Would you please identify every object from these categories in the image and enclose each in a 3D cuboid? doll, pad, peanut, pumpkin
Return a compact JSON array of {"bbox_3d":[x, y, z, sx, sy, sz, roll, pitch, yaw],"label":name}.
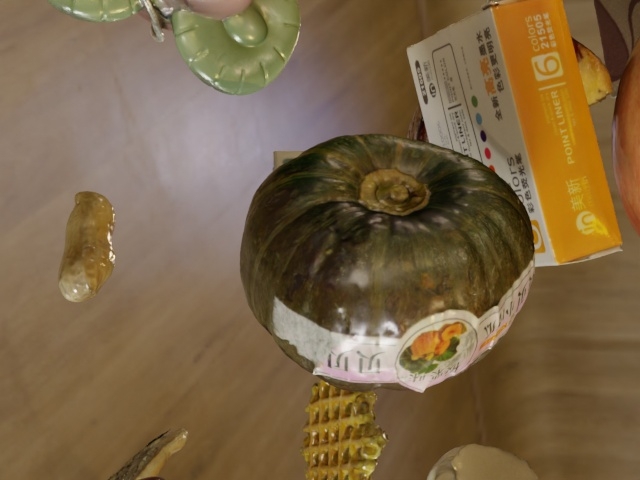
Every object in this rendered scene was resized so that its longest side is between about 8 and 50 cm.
[{"bbox_3d":[-0.144,-0.291,1.212,0.216,0.284,0.268,-41,-154,59],"label":"doll"},{"bbox_3d":[0.446,-0.374,1.550,0.004,0.220,0.330,18,55,-31],"label":"pad"},{"bbox_3d":[-0.388,0.012,1.927,0.099,0.099,0.214,54,25,-53],"label":"peanut"},{"bbox_3d":[0.054,0.025,1.028,0.260,0.260,0.189,-59,163,-49],"label":"pumpkin"}]

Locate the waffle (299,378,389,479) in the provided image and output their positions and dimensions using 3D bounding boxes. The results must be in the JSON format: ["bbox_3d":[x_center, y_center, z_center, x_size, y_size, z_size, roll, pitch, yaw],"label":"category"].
[{"bbox_3d":[0.030,0.327,1.864,0.245,0.052,0.254,-67,-152,28],"label":"waffle"}]

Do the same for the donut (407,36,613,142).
[{"bbox_3d":[0.207,-0.196,1.470,0.295,0.112,0.151,-28,108,-16],"label":"donut"}]

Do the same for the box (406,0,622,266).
[{"bbox_3d":[0.200,-0.104,1.229,0.221,0.091,0.274,166,-91,-71],"label":"box"}]

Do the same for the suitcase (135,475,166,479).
[{"bbox_3d":[-0.323,0.487,1.733,0.236,0.297,0.161,-13,62,-29],"label":"suitcase"}]

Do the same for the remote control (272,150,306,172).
[{"bbox_3d":[0.000,0.000,1.327,0.056,0.102,0.277,94,-6,-45],"label":"remote control"}]

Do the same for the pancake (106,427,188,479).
[{"bbox_3d":[-0.334,0.423,2.017,0.049,0.282,0.282,44,36,-4],"label":"pancake"}]

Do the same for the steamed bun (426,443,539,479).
[{"bbox_3d":[0.225,0.367,1.578,0.106,0.182,0.183,-56,180,39],"label":"steamed bun"}]

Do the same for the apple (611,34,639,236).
[{"bbox_3d":[0.488,-0.137,1.221,0.364,0.363,0.364,0,90,-66],"label":"apple"}]
